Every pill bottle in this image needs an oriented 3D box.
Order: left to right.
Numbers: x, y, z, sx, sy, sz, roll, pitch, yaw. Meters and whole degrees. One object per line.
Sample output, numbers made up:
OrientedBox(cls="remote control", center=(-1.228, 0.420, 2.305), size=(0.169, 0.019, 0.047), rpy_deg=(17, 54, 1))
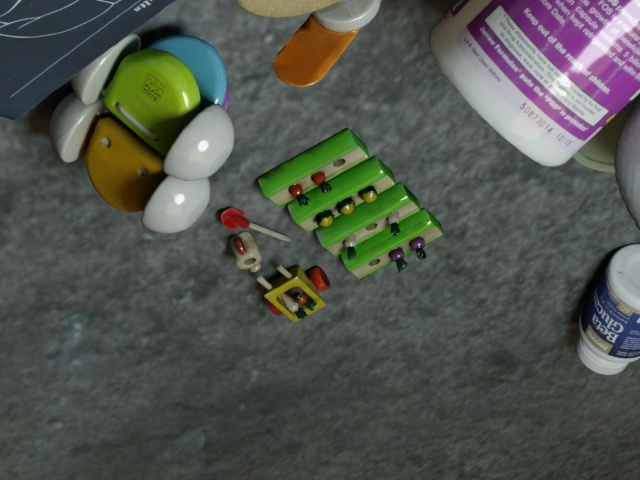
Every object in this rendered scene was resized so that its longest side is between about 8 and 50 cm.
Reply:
OrientedBox(cls="pill bottle", center=(0.249, -0.219, 1.674), size=(0.301, 0.169, 0.169), rpy_deg=(-45, 142, 17))
OrientedBox(cls="pill bottle", center=(0.364, 0.088, 2.370), size=(0.094, 0.094, 0.169), rpy_deg=(-8, 146, -20))

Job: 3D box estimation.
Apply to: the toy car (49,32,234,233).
OrientedBox(cls="toy car", center=(-0.140, -0.110, 1.756), size=(0.136, 0.159, 0.182), rpy_deg=(-41, 166, -40))

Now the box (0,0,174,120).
OrientedBox(cls="box", center=(-0.249, -0.259, 1.284), size=(0.293, 0.212, 0.395), rpy_deg=(-33, 161, 22))

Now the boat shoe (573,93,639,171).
OrientedBox(cls="boat shoe", center=(0.397, -0.173, 1.974), size=(0.340, 0.127, 0.113), rpy_deg=(-32, -173, 7))

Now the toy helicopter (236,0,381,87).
OrientedBox(cls="toy helicopter", center=(0.074, -0.258, 1.645), size=(0.355, 0.140, 0.235), rpy_deg=(-17, 144, -30))

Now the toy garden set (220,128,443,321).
OrientedBox(cls="toy garden set", center=(0.000, 0.000, 2.070), size=(0.204, 0.049, 0.244), rpy_deg=(-29, 148, 13))

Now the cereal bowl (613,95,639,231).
OrientedBox(cls="cereal bowl", center=(0.399, -0.144, 1.758), size=(0.339, 0.141, 0.339), rpy_deg=(-32, 179, -1))
